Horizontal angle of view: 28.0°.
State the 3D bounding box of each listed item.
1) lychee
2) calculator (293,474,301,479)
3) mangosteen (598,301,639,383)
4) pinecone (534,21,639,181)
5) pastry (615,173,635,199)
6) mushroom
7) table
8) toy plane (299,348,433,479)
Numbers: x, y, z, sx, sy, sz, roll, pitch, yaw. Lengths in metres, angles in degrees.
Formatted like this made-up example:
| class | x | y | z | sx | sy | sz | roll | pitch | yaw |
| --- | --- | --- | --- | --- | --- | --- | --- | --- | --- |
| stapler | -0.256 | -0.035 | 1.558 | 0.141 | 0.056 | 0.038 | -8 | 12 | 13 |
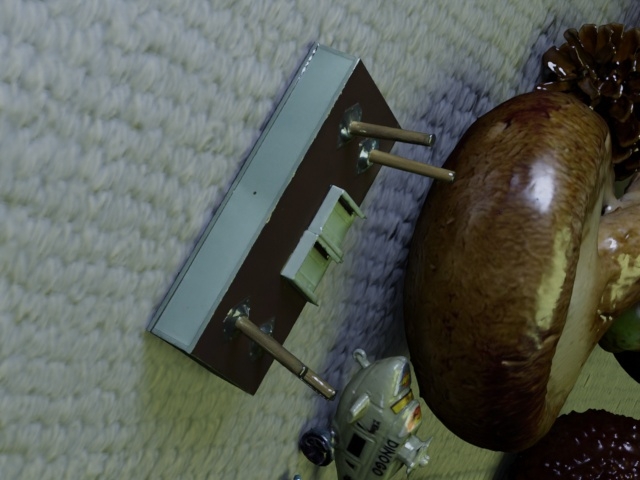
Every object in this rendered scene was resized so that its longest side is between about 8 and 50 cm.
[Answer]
| class | x | y | z | sx | sy | sz | roll | pitch | yaw |
| --- | --- | --- | --- | --- | --- | --- | --- | --- | --- |
| lychee | 0.378 | 0.369 | 1.802 | 0.264 | 0.300 | 0.264 | 20 | 61 | -41 |
| calculator | -0.015 | 0.280 | 1.148 | 0.094 | 0.019 | 0.141 | 92 | -7 | -51 |
| mangosteen | 0.506 | 0.074 | 1.794 | 0.306 | 0.359 | 0.306 | -167 | -90 | -84 |
| pinecone | 0.292 | -0.149 | 1.301 | 0.165 | 0.163 | 0.163 | 24 | 91 | -48 |
| pastry | 0.389 | -0.083 | 1.545 | 0.166 | 0.088 | 0.166 | -16 | 90 | -69 |
| mushroom | 0.187 | 0.033 | 1.198 | 0.345 | 0.239 | 0.345 | -5 | 97 | -46 |
| table | 0.000 | 0.000 | 0.928 | 0.240 | 0.111 | 0.121 | -61 | 154 | -9 |
| toy plane | 0.037 | 0.218 | 1.204 | 0.092 | 0.108 | 0.286 | -32 | 151 | -50 |
